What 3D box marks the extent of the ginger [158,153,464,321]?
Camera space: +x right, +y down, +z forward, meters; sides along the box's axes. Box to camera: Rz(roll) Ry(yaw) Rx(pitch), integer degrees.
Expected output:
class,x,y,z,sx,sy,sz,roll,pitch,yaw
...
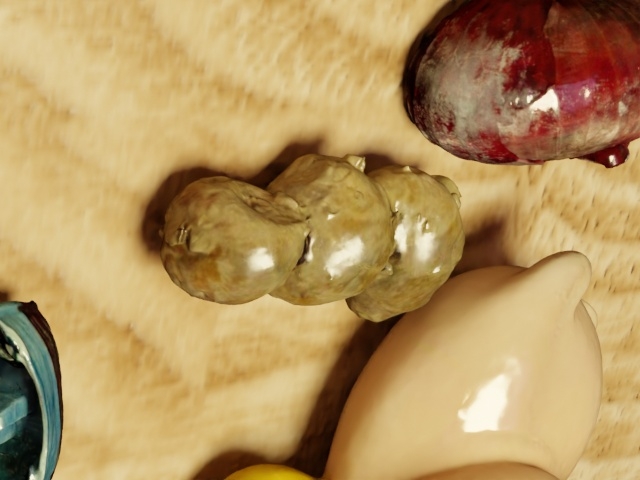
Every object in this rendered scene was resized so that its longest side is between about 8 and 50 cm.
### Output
class,x,y,z,sx,sy,sz,roll,pitch,yaw
ginger,0.000,0.000,0.936,0.204,0.080,0.104,4,117,-44

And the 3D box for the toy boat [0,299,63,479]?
class,x,y,z,sx,sy,sz,roll,pitch,yaw
toy boat,-0.169,0.091,0.859,0.061,0.060,0.137,-33,140,-50

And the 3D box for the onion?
class,x,y,z,sx,sy,sz,roll,pitch,yaw
onion,0.155,-0.107,0.991,0.206,0.098,0.151,-22,129,-29

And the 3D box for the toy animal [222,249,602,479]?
class,x,y,z,sx,sy,sz,roll,pitch,yaw
toy animal,0.111,0.207,1.033,0.345,0.247,0.277,-44,134,-11
